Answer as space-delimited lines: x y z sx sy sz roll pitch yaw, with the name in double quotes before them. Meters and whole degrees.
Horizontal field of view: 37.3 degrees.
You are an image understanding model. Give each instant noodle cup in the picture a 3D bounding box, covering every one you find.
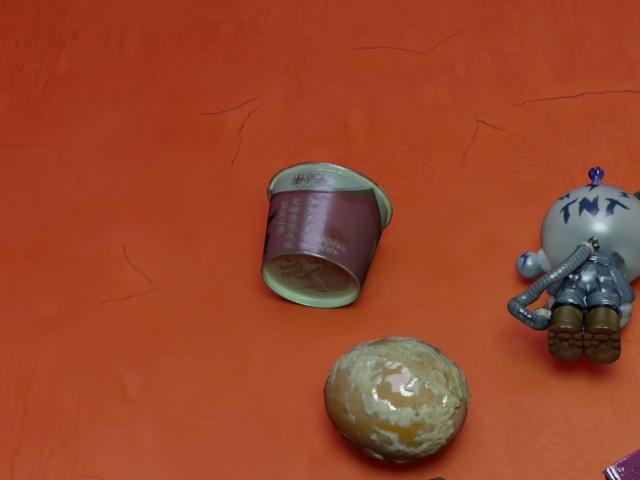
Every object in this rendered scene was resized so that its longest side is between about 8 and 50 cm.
"instant noodle cup" 0.000 0.000 1.681 0.234 0.235 0.178 4 57 15

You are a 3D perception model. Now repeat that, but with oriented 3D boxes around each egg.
"egg" 0.111 0.240 1.437 0.233 0.195 0.195 -9 42 30

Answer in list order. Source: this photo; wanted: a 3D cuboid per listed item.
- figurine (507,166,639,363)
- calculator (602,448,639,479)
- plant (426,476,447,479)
"figurine" 0.456 0.047 1.569 0.261 0.186 0.382 10 44 12
"calculator" 0.480 0.369 1.285 0.126 0.034 0.190 -25 81 -12
"plant" 0.066 0.420 1.235 0.320 0.194 0.182 1 56 -21
